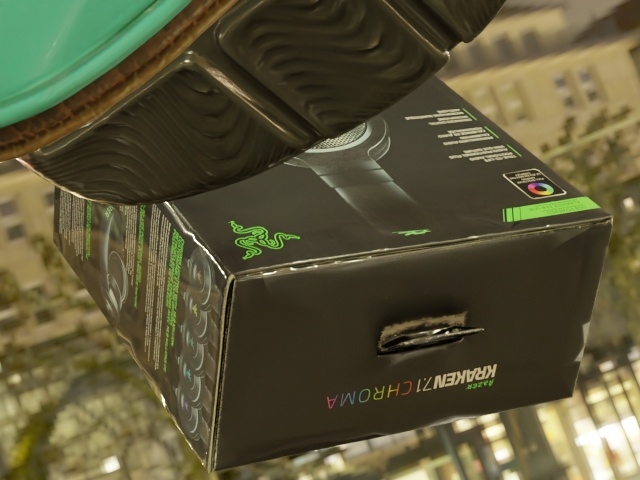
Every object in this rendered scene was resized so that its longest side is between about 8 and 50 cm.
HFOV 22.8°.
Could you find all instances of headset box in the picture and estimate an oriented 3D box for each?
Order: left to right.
[{"bbox_3d":[0.000,0.000,0.961,0.246,0.283,0.131,-7,-58,-26],"label":"headset box"}]

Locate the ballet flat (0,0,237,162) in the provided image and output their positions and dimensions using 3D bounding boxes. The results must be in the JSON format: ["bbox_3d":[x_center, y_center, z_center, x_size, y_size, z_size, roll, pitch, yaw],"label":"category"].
[{"bbox_3d":[-0.013,-0.176,0.354,0.124,0.116,0.342,-89,24,-75],"label":"ballet flat"}]

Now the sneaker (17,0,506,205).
[{"bbox_3d":[0.036,-0.210,0.682,0.447,0.169,0.257,-44,14,18],"label":"sneaker"}]
